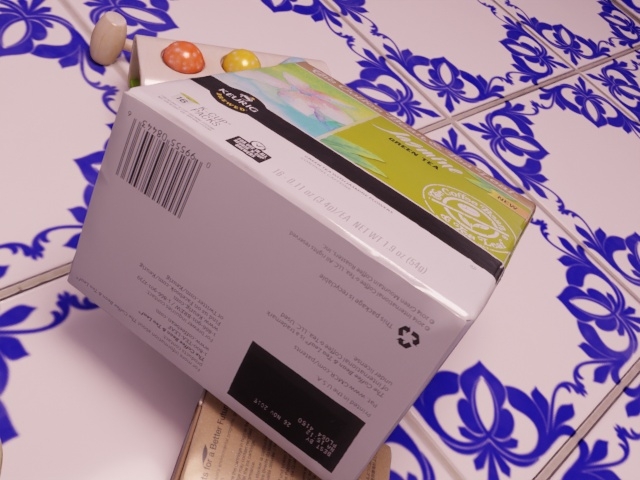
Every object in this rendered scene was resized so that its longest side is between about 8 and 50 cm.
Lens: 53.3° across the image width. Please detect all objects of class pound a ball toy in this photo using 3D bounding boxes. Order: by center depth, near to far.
[{"bbox_3d":[-0.151,-0.238,0.900,0.319,0.136,0.208,2,52,-24],"label":"pound a ball toy"}]

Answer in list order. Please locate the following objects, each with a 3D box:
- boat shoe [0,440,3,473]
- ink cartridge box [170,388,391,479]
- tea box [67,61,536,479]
[{"bbox_3d":[-0.300,0.274,0.429,0.109,0.098,0.302,6,50,0],"label":"boat shoe"},{"bbox_3d":[-0.049,0.271,0.550,0.193,0.088,0.234,20,46,-7],"label":"ink cartridge box"},{"bbox_3d":[0.000,0.000,0.650,0.329,0.220,0.323,34,29,11],"label":"tea box"}]
